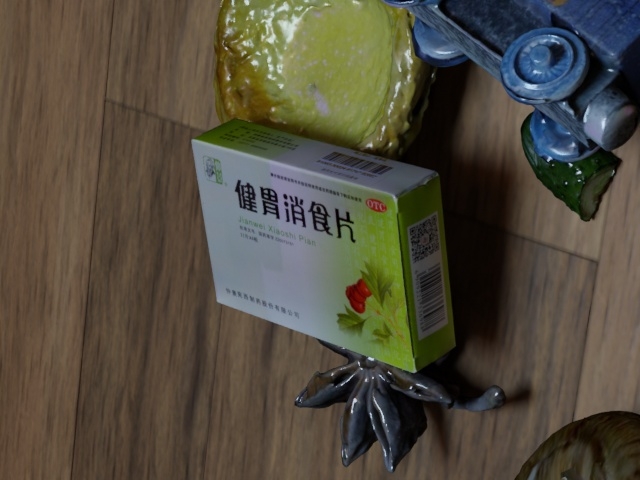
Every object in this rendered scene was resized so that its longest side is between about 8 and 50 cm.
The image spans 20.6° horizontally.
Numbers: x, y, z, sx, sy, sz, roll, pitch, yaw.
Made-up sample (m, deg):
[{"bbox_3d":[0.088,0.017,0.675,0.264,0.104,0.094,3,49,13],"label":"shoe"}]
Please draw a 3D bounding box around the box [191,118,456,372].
[{"bbox_3d":[0.000,0.001,1.601,0.260,0.062,0.175,18,126,42],"label":"box"}]

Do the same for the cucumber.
[{"bbox_3d":[0.206,-0.073,1.537,0.107,0.035,0.067,47,127,37],"label":"cucumber"}]

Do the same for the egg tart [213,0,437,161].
[{"bbox_3d":[0.017,-0.177,1.674,0.294,0.123,0.294,3,94,46],"label":"egg tart"}]

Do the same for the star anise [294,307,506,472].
[{"bbox_3d":[0.076,0.122,1.660,0.231,0.089,0.209,46,113,34],"label":"star anise"}]

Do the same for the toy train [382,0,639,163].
[{"bbox_3d":[0.185,-0.201,1.439,0.202,0.131,0.299,-44,55,-3],"label":"toy train"}]

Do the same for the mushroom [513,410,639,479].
[{"bbox_3d":[0.215,0.287,1.405,0.195,0.283,0.263,45,137,-7],"label":"mushroom"}]
